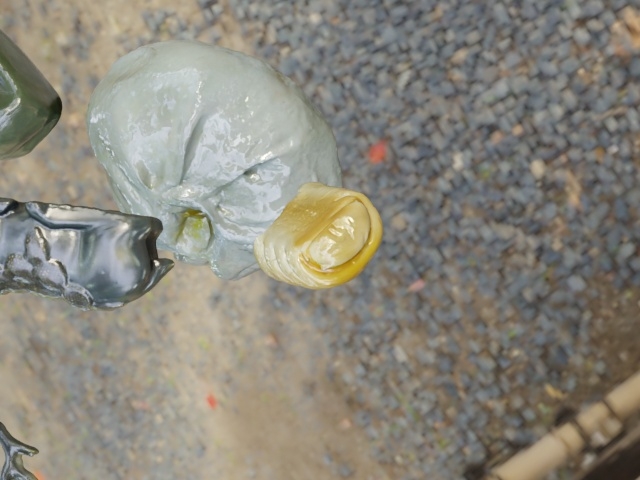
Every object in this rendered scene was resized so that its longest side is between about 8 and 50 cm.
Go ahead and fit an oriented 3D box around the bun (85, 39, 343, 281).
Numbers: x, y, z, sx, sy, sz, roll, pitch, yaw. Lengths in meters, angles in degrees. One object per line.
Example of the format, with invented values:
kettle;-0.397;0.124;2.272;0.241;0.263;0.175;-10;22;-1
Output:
bun;-0.146;-0.090;1.719;0.354;0.194;0.354;17;145;13

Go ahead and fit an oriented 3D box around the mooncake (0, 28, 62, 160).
mooncake;-0.342;-0.158;1.368;0.175;0.104;0.168;49;179;39

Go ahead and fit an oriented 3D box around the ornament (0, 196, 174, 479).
ornament;-0.211;0.089;0.995;0.202;0.080;0.236;6;90;8

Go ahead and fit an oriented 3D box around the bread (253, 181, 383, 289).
bread;0.000;0.000;1.464;0.084;0.119;0.177;50;167;-19
